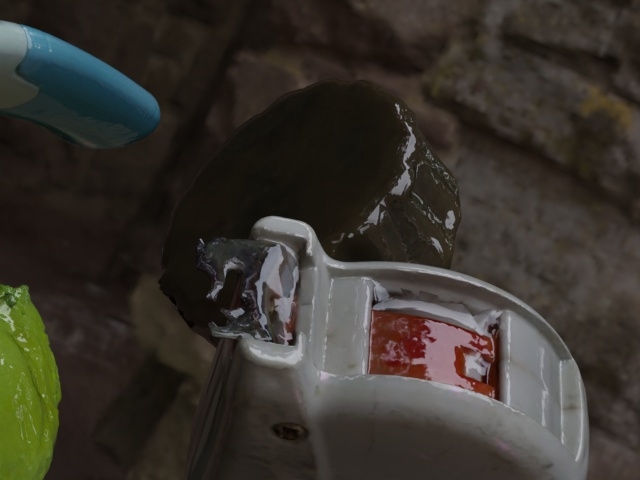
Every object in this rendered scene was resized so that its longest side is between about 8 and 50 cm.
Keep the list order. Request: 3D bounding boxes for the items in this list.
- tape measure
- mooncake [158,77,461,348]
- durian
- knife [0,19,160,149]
[{"bbox_3d":[0.031,0.120,1.014,0.265,0.258,0.130,12,50,-6],"label":"tape measure"},{"bbox_3d":[0.000,0.000,1.181,0.124,0.228,0.228,47,-7,-32],"label":"mooncake"},{"bbox_3d":[-0.385,0.205,1.595,0.255,0.204,0.340,-13,36,-1],"label":"durian"},{"bbox_3d":[-0.120,-0.066,0.698,0.064,0.031,0.222,-16,-8,12],"label":"knife"}]
